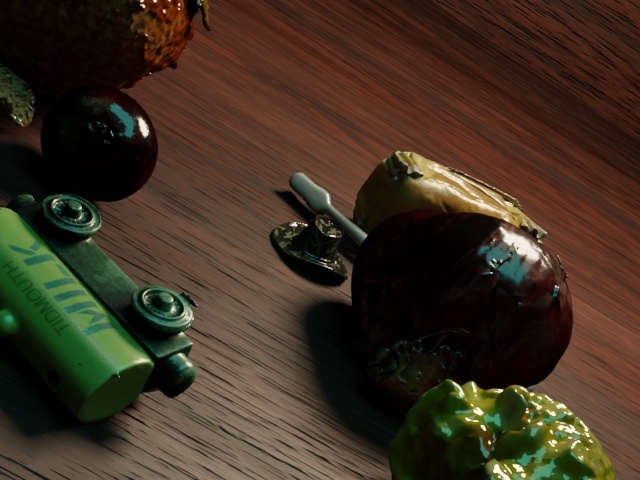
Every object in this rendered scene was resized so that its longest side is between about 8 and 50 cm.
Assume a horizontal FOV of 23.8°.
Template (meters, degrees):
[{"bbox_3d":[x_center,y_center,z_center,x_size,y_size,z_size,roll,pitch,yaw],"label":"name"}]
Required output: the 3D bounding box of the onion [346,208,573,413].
[{"bbox_3d":[0.148,0.066,1.733,0.281,0.281,0.221,-122,-167,-45],"label":"onion"}]

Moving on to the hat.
[{"bbox_3d":[0.000,0.000,1.859,0.121,0.050,0.121,31,19,-12],"label":"hat"}]

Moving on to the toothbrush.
[{"bbox_3d":[0.110,0.053,1.925,0.418,0.042,0.040,42,-10,19],"label":"toothbrush"}]

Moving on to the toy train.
[{"bbox_3d":[-0.228,0.056,1.349,0.253,0.105,0.157,45,37,22],"label":"toy train"}]

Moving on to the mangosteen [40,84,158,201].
[{"bbox_3d":[-0.238,-0.103,1.639,0.140,0.140,0.140,30,22,-13],"label":"mangosteen"}]

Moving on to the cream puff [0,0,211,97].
[{"bbox_3d":[-0.309,-0.286,1.743,0.350,0.229,0.350,34,7,-5],"label":"cream puff"}]

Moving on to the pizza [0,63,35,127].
[{"bbox_3d":[-0.424,-0.203,1.628,0.204,0.080,0.188,36,-4,28],"label":"pizza"}]

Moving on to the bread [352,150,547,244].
[{"bbox_3d":[0.167,-0.017,2.032,0.241,0.136,0.107,25,26,-25],"label":"bread"}]

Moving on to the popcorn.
[{"bbox_3d":[0.164,0.230,1.441,0.235,0.181,0.217,38,22,28],"label":"popcorn"}]
